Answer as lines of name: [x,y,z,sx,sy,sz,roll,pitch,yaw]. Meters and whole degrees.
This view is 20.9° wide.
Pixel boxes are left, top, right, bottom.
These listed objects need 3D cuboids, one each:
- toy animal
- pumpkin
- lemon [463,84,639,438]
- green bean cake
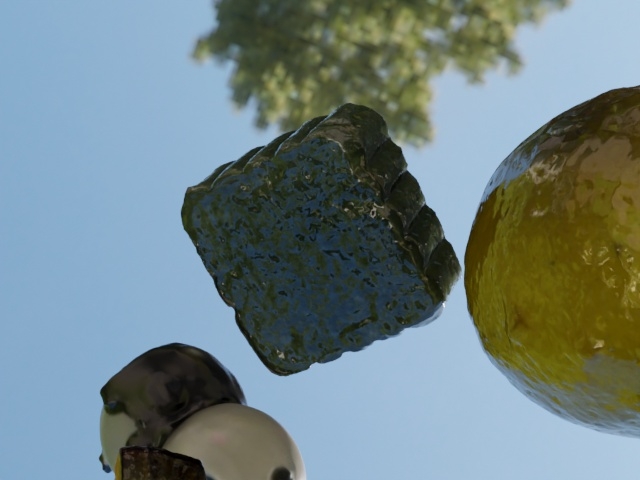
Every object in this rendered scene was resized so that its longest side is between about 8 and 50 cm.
toy animal: [-0.119,0.232,1.824,0.165,0.187,0.235,-23,-128,-26]
pumpkin: [-0.112,0.197,1.210,0.073,0.035,0.101,9,-110,-24]
lemon: [0.232,0.015,1.200,0.260,0.284,0.260,18,-129,-24]
green bean cake: [0.000,0.000,1.412,0.183,0.185,0.094,59,-153,-11]
